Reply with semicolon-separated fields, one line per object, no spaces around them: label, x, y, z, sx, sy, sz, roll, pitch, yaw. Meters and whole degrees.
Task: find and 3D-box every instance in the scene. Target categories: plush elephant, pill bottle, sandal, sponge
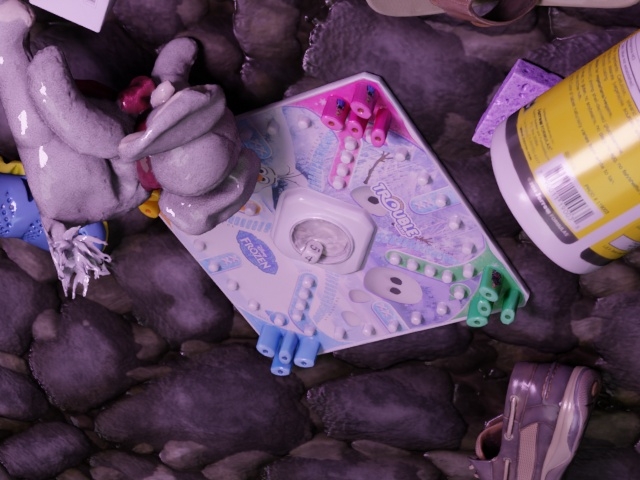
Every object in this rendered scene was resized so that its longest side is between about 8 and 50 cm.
plush elephant;-0.207;-0.123;1.792;0.255;0.330;0.272;-18;156;-6
pill bottle;0.352;-0.121;1.613;0.334;0.188;0.188;-33;117;28
sandal;-0.423;-0.045;2.036;0.317;0.138;0.126;24;136;-7
sandal;0.183;-0.267;1.616;0.302;0.086;0.120;1;134;20
sponge;0.285;-0.112;1.779;0.210;0.031;0.117;25;137;-5

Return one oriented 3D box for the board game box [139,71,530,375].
board game box;0.000;0.000;1.987;0.390;0.050;0.390;-16;127;33

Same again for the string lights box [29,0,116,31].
string lights box;-0.189;-0.337;1.554;0.076;0.260;0.133;23;137;-5

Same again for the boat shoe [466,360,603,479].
boat shoe;0.270;0.282;2.139;0.130;0.132;0.355;22;130;12
